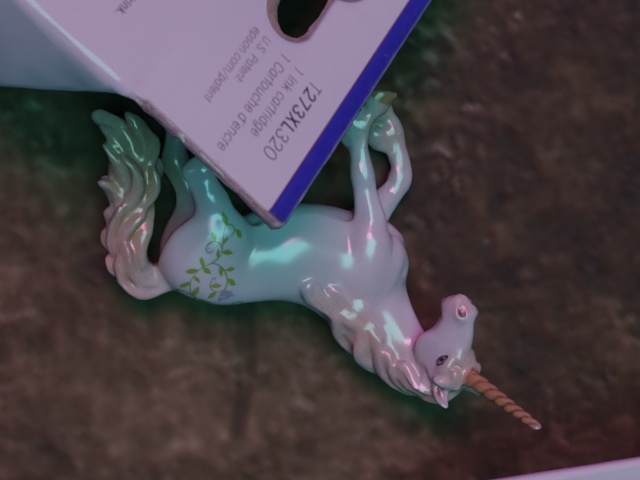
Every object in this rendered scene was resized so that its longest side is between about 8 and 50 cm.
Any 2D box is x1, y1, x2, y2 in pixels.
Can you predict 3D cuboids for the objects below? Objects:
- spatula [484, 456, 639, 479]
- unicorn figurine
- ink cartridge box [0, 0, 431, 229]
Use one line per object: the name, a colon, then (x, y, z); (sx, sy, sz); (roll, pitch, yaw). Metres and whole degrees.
spatula: (0.160, 0.133, 0.536); (0.242, 0.019, 0.168); (-7, 102, -11)
unicorn figurine: (0.000, 0.000, 0.517); (0.161, 0.060, 0.111); (5, 94, 3)
ink cartridge box: (-0.112, -0.180, 0.424); (0.371, 0.069, 0.176); (42, 60, -17)
